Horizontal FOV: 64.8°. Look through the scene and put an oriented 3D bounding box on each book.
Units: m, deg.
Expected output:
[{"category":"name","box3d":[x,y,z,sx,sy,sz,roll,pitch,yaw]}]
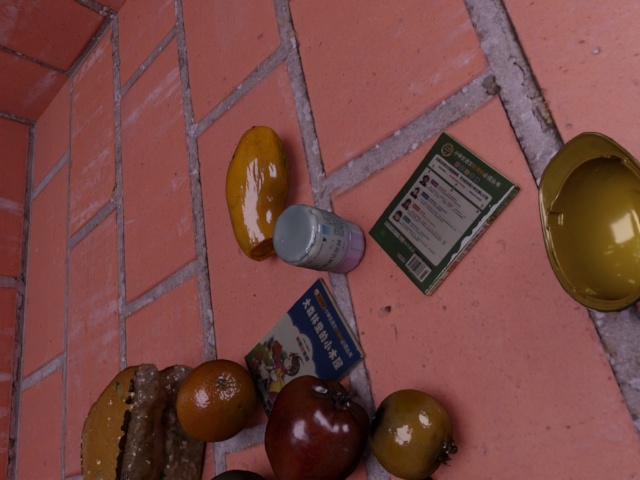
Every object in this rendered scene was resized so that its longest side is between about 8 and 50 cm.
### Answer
[{"category":"book","box3d":[0.229,-0.054,0.992,0.264,0.027,0.202,-55,48,19]},{"category":"book","box3d":[-0.053,0.273,1.181,0.322,0.018,0.228,-49,51,23]}]

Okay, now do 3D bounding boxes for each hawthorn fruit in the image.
[{"category":"hawthorn fruit","box3d":[-0.025,0.400,0.992,0.208,0.208,0.248,39,98,42]}]

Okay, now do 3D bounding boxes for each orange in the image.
[{"category":"orange","box3d":[-0.248,0.382,1.215,0.206,0.206,0.206,-13,71,41]}]

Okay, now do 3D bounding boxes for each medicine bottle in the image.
[{"category":"medicine bottle","box3d":[0.000,0.000,1.095,0.135,0.168,0.135,-11,73,40]}]

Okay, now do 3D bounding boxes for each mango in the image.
[{"category":"mango","box3d":[-0.164,-0.125,1.301,0.187,0.144,0.360,-4,79,45]}]

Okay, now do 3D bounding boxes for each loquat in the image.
[{"category":"loquat","box3d":[0.158,0.339,0.885,0.163,0.137,0.163,-19,51,26]}]

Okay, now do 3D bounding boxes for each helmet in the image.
[{"category":"helmet","box3d":[0.436,-0.023,0.715,0.205,0.140,0.257,115,155,-56]}]

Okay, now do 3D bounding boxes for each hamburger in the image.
[{"category":"hamburger","box3d":[-0.477,0.523,1.342,0.286,0.268,0.446,5,88,42]}]

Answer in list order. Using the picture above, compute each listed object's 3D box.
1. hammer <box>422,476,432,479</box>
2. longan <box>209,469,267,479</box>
[{"category":"hammer","box3d":[0.282,0.505,0.799,0.365,0.043,0.111,14,88,42]},{"category":"longan","box3d":[-0.188,0.626,1.083,0.248,0.248,0.248,-13,71,41]}]
